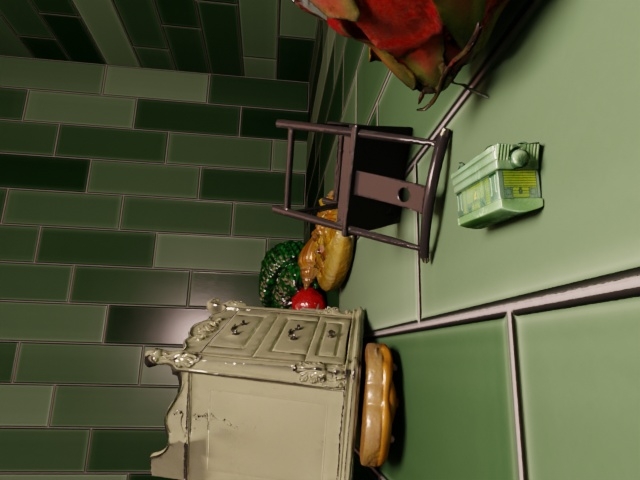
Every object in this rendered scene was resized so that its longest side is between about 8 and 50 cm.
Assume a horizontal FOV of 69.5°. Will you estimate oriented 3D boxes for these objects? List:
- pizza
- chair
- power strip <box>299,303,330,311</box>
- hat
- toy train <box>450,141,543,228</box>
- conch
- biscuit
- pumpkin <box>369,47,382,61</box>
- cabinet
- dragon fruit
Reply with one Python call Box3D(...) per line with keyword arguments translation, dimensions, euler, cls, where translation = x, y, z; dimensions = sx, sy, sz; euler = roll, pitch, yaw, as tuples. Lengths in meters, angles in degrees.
Box3D(translation=(0.029, 0.043, 1.170), dimensions=(0.268, 0.087, 0.258), euler=(-105, 16, -65), cls="pizza")
Box3D(translation=(0.068, -0.086, 0.627), dimensions=(0.260, 0.141, 0.155), euler=(18, 112, 38), cls="chair")
Box3D(translation=(-0.021, 0.356, 1.339), dimensions=(0.043, 0.106, 0.367), euler=(-105, 19, -78), cls="power strip")
Box3D(translation=(-0.089, 0.178, 1.592), dimensions=(0.332, 0.242, 0.274), euler=(-119, 18, -55), cls="hat")
Box3D(translation=(0.136, -0.042, 0.362), dimensions=(0.093, 0.038, 0.056), euler=(131, 135, -80), cls="toy train")
Box3D(translation=(0.005, 0.002, 1.449), dimensions=(0.109, 0.093, 0.330), euler=(58, -128, -69), cls="conch")
Box3D(translation=(0.085, 0.236, 0.666), dimensions=(0.170, 0.050, 0.170), euler=(5, -90, -87), cls="biscuit")
Box3D(translation=(0.101, -0.288, 0.490), dimensions=(0.119, 0.107, 0.183), euler=(-83, -8, -58), cls="pumpkin")
Box3D(translation=(-0.090, 0.248, 0.805), dimensions=(0.290, 0.318, 0.228), euler=(-54, -32, -78), cls="cabinet")
Box3D(translation=(0.079, -0.239, 0.348), dimensions=(0.293, 0.233, 0.234), euler=(52, -158, -36), cls="dragon fruit")
